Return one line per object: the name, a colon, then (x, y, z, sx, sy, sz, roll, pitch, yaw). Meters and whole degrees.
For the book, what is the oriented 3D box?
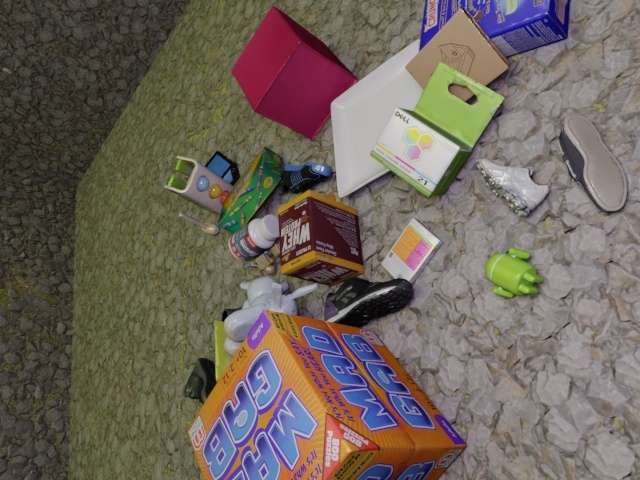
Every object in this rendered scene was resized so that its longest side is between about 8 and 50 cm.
book: (0.220, 0.032, 1.186, 0.144, 0.035, 0.096, -56, 46, 18)

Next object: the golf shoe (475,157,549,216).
golf shoe: (0.404, -0.128, 1.033, 0.086, 0.069, 0.176, -37, 51, 7)

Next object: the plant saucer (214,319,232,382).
plant saucer: (-0.235, 0.338, 1.465, 0.045, 0.188, 0.188, -22, 59, 24)

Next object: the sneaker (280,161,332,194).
sneaker: (-0.047, -0.190, 1.533, 0.232, 0.081, 0.090, 7, 84, 56)

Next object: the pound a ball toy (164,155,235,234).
pound a ball toy: (-0.427, -0.148, 1.798, 0.136, 0.319, 0.208, 17, 82, 23)

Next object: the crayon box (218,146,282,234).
crayon box: (-0.242, -0.171, 1.692, 0.278, 0.081, 0.165, -49, 23, 25)

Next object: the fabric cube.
fabric cube: (-0.087, -0.527, 1.563, 0.254, 0.259, 0.258, -50, 47, 22)

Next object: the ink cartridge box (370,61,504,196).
ink cartridge box: (0.261, -0.259, 1.124, 0.189, 0.097, 0.255, 40, 118, 24)

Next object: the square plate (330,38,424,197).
square plate: (0.172, -0.327, 1.359, 0.344, 0.049, 0.347, -26, 58, 40)

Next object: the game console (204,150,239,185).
game console: (-0.402, -0.258, 1.939, 0.144, 0.085, 0.124, -44, 47, 29)

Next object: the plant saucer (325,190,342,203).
plant saucer: (0.031, -0.111, 1.459, 0.083, 0.015, 0.083, -19, 62, 42)

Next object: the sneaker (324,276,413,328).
sneaker: (0.102, 0.132, 1.221, 0.283, 0.107, 0.124, -34, 47, 39)

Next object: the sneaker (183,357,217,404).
sneaker: (-0.390, 0.515, 1.640, 0.130, 0.087, 0.227, -60, 39, 15)

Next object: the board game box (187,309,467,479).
board game box: (-0.001, 0.417, 1.037, 0.356, 0.356, 0.356, -57, 42, 15)

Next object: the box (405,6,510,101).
box: (0.310, -0.406, 1.135, 0.021, 0.164, 0.201, -45, 6, -34)

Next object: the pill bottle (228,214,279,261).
pill bottle: (-0.212, -0.011, 1.619, 0.180, 0.108, 0.108, -32, 54, 37)

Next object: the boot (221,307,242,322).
boot: (-0.284, 0.321, 1.575, 0.082, 0.106, 0.219, -3, 73, 47)

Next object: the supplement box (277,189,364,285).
supplement box: (0.000, 0.000, 1.317, 0.129, 0.191, 0.194, -27, 58, 39)

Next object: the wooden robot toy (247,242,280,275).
wooden robot toy: (-0.161, 0.073, 1.584, 0.173, 0.076, 0.079, -34, 88, 35)

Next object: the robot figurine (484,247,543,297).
robot figurine: (0.378, 0.066, 0.970, 0.115, 0.067, 0.101, 32, 112, 49)

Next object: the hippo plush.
hippo plush: (-0.180, 0.200, 1.408, 0.236, 0.234, 0.294, -132, 49, -57)

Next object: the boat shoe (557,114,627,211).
boat shoe: (0.508, -0.138, 0.925, 0.065, 0.075, 0.206, 93, 167, -66)

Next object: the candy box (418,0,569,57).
candy box: (0.400, -0.561, 1.140, 0.317, 0.122, 0.268, -2, 77, 46)
